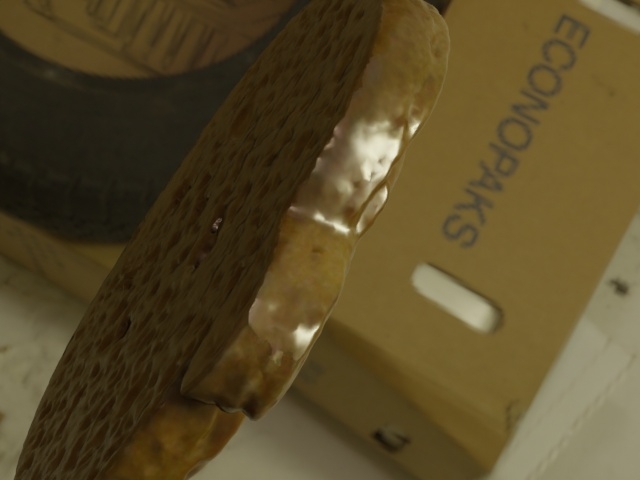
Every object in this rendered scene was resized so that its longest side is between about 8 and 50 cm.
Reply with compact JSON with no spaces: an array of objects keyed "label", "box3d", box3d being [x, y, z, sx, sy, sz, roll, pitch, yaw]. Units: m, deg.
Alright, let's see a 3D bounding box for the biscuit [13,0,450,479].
[{"label":"biscuit","box3d":[-0.051,0.022,0.757,0.394,0.070,0.350,-54,-162,6]}]
